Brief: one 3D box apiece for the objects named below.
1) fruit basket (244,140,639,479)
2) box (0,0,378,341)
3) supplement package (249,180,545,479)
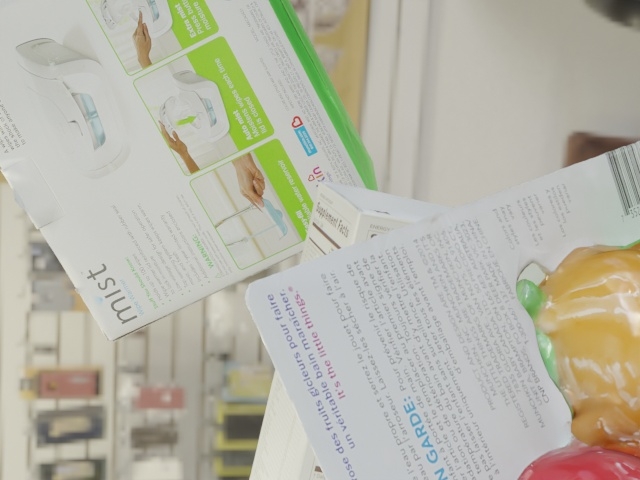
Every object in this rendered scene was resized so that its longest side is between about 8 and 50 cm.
[{"bbox_3d":[0.138,0.130,0.653,0.165,0.353,0.327,-29,84,47],"label":"fruit basket"},{"bbox_3d":[-0.115,-0.096,1.029,0.262,0.231,0.127,61,-169,-19],"label":"box"},{"bbox_3d":[0.046,0.100,0.890,0.139,0.133,0.244,-134,56,-75],"label":"supplement package"}]
